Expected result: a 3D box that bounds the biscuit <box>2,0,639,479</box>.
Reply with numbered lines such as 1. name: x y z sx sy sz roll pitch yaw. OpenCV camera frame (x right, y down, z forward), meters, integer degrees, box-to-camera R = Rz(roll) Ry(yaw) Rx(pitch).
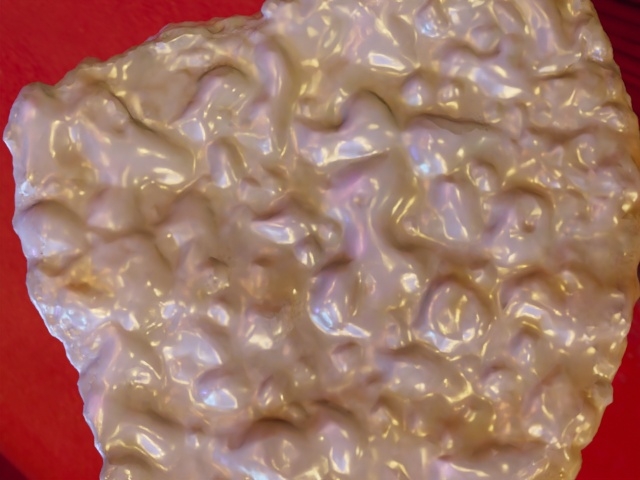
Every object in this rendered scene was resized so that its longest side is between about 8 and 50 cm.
1. biscuit: 0.000 0.000 0.375 0.188 0.040 0.266 19 77 -2
